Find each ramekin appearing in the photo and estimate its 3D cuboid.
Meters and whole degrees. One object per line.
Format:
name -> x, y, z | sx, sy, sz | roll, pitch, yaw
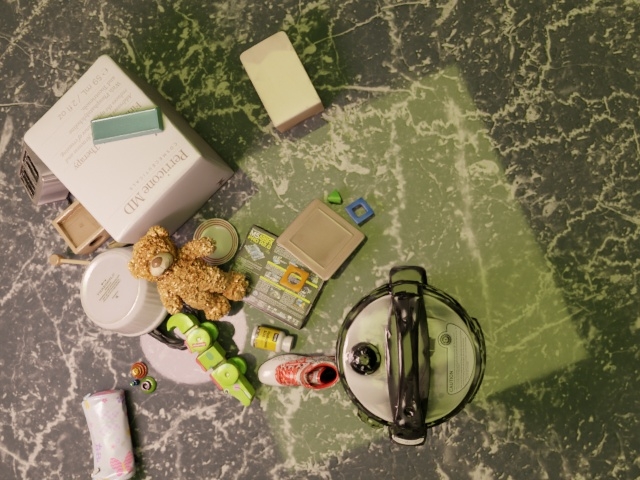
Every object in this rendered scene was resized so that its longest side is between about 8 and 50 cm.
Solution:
ramekin -> -0.573, 0.143, 1.783 | 0.272, 0.127, 0.273 | -4, 80, 21

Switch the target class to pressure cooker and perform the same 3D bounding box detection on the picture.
pressure cooker -> 0.221, 0.289, 1.561 | 0.375, 0.420, 0.370 | -43, 82, 3

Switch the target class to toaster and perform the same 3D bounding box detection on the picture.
toaster -> -0.828, -0.207, 1.851 | 0.186, 0.110, 0.168 | 57, 139, 10

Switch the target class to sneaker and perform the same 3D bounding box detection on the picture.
sneaker -> -0.061, 0.374, 1.733 | 0.270, 0.145, 0.090 | -4, 87, 8

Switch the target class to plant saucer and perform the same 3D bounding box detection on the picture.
plant saucer -> -0.499, -0.294, 1.565 | 0.192, 0.018, 0.067 | -9, 86, 8

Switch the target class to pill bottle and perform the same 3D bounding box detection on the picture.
pill bottle -> -0.140, 0.291, 1.789 | 0.116, 0.065, 0.065 | 12, 89, 8

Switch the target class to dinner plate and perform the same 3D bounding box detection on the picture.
dinner plate -> -0.316, 0.004, 1.852 | 0.141, 0.017, 0.141 | -1, 86, 8

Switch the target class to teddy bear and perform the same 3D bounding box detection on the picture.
teddy bear -> -0.361, 0.104, 1.689 | 0.245, 0.113, 0.338 | -29, 123, 12

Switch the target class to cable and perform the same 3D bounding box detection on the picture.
cable -> -0.435, 0.246, 1.843 | 0.184, 0.047, 0.151 | 31, 81, -2

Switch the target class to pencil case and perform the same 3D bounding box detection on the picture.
pencil case -> -0.627, 0.582, 1.816 | 0.124, 0.113, 0.273 | -8, 85, -15

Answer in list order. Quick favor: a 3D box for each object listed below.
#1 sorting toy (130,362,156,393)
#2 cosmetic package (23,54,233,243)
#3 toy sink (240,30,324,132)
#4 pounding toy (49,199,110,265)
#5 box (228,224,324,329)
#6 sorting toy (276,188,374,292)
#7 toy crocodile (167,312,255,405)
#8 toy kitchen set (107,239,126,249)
sorting toy -> -0.545, 0.421, 1.849 | 0.061, 0.042, 0.102 | -33, 84, 5
cosmetic package -> -0.524, -0.238, 1.738 | 0.329, 0.327, 0.394 | -45, 83, 3
toy sink -> -0.110, -0.459, 1.791 | 0.152, 0.131, 0.234 | -28, 89, 5
pounding toy -> -0.729, 0.002, 1.869 | 0.206, 0.094, 0.181 | -40, 82, 4
box -> -0.127, 0.107, 1.800 | 0.270, 0.060, 0.216 | 26, 90, 8
sorting toy -> 0.000, 0.000, 1.753 | 0.196, 0.047, 0.348 | 37, 73, 16
toy crocodile -> -0.310, 0.342, 1.774 | 0.105, 0.115, 0.340 | -39, 91, 5
toy kitchen set -> -0.619, -0.022, 1.860 | 0.083, 0.068, 0.075 | -32, 110, -34
